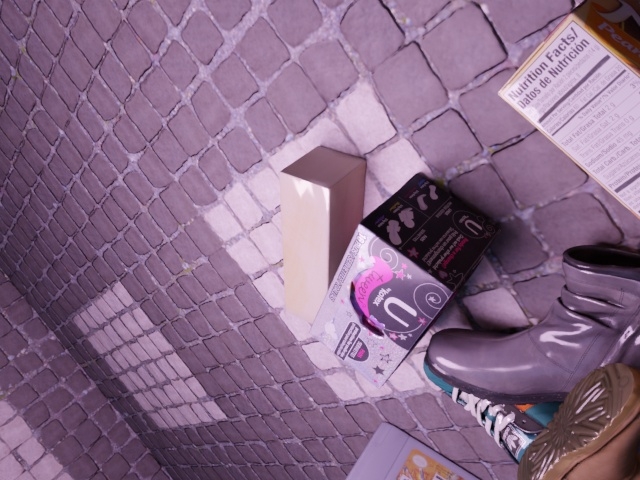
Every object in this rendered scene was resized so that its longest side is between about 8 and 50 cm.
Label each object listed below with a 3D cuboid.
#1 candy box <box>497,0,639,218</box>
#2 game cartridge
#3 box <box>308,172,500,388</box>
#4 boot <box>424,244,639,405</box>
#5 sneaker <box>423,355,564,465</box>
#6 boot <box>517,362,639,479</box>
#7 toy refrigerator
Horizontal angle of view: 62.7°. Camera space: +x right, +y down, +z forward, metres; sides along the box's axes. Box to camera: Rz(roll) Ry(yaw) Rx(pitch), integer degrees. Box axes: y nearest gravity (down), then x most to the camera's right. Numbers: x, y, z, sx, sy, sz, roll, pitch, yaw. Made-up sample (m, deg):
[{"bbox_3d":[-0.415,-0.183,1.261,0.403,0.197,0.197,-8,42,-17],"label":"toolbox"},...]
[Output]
[{"bbox_3d":[0.320,-0.076,0.444,0.316,0.183,0.087,43,137,5],"label":"candy box"},{"bbox_3d":[0.192,0.487,0.954,0.297,0.198,0.062,27,133,21],"label":"game cartridge"},{"bbox_3d":[0.109,0.063,0.732,0.142,0.163,0.247,36,137,15],"label":"box"},{"bbox_3d":[0.300,0.102,0.660,0.339,0.118,0.222,6,122,23],"label":"boot"},{"bbox_3d":[0.278,0.246,0.762,0.302,0.121,0.108,20,130,27],"label":"sneaker"},{"bbox_3d":[0.400,0.266,0.593,0.270,0.089,0.236,22,131,5],"label":"boot"},{"bbox_3d":[0.000,0.000,0.821,0.094,0.102,0.269,22,132,26],"label":"toy refrigerator"}]
